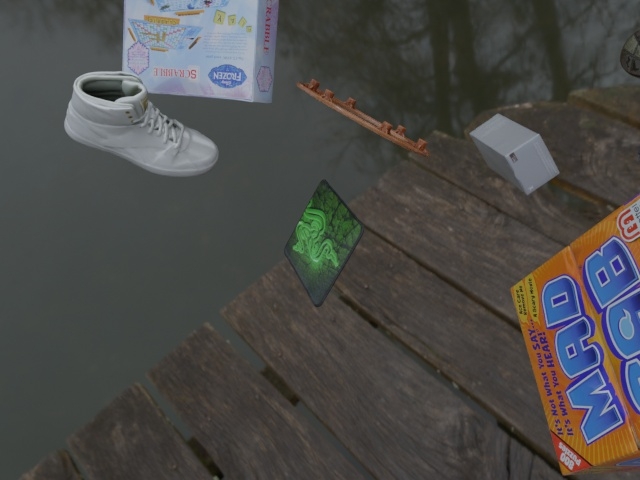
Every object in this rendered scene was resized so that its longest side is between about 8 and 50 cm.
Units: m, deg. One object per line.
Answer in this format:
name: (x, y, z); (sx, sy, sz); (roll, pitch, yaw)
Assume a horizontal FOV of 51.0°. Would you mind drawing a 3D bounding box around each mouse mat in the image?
mouse mat: (0.000, 0.000, 1.078); (0.152, 0.007, 0.189); (-61, 30, 17)

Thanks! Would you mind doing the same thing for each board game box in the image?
board game box: (-0.222, -0.419, 1.218); (0.319, 0.317, 0.066); (12, 13, 29)
board game box: (0.612, 0.174, 1.140); (0.357, 0.356, 0.356); (5, 58, -22)

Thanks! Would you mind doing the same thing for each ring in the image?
ring: (0.101, -0.279, 1.496); (0.336, 0.337, 0.032); (43, 109, 44)

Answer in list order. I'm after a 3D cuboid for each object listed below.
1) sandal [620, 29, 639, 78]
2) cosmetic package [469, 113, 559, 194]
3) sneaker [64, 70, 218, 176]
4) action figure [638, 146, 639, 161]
sandal: (0.610, -0.300, 1.154); (0.090, 0.060, 0.219); (-56, 40, 8)
cosmetic package: (0.478, -0.219, 1.674); (0.107, 0.127, 0.238); (-36, 26, 3)
sneaker: (-0.316, -0.213, 1.239); (0.293, 0.169, 0.108); (13, 64, -19)
action figure: (0.877, -0.229, 1.587); (0.164, 0.275, 0.140); (-5, 87, 0)
